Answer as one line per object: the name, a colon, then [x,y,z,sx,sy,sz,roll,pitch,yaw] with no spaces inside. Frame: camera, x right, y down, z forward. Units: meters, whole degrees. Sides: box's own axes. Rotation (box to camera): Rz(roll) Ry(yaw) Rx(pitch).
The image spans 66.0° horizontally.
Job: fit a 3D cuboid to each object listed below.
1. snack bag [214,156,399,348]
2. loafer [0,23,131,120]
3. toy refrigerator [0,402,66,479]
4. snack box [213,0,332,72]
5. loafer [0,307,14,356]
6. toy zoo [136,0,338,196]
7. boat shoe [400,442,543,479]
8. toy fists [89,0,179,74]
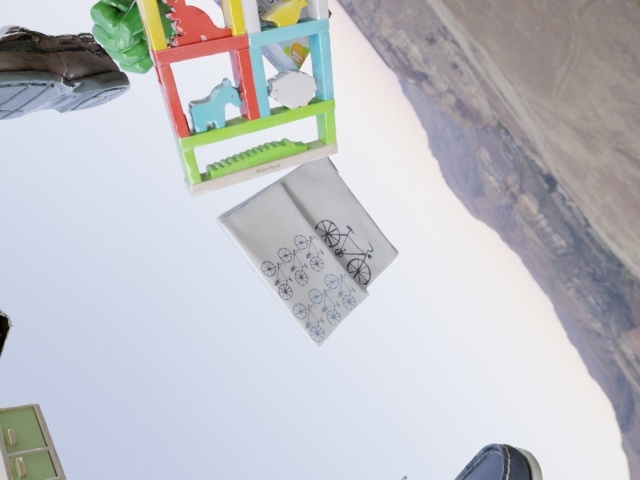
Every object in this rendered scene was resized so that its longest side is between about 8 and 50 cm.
snack bag: [0.000,0.000,1.045,0.342,0.037,0.323,-39,-86,-36]
loafer: [-0.297,-0.177,0.503,0.084,0.096,0.267,65,-166,-12]
toy refrigerator: [-0.639,0.464,1.060,0.102,0.094,0.270,7,-164,-42]
snack box: [-0.059,-0.277,0.565,0.141,0.037,0.100,40,-113,-35]
loafer: [-0.451,0.181,0.585,0.094,0.088,0.251,48,-130,-59]
toy zoo: [-0.079,-0.205,0.513,0.030,0.192,0.293,44,148,49]
boat shoe: [0.079,0.264,0.394,0.079,0.254,0.095,33,-173,1]
toy fists: [-0.296,-0.389,0.778,0.096,0.142,0.279,52,153,21]
